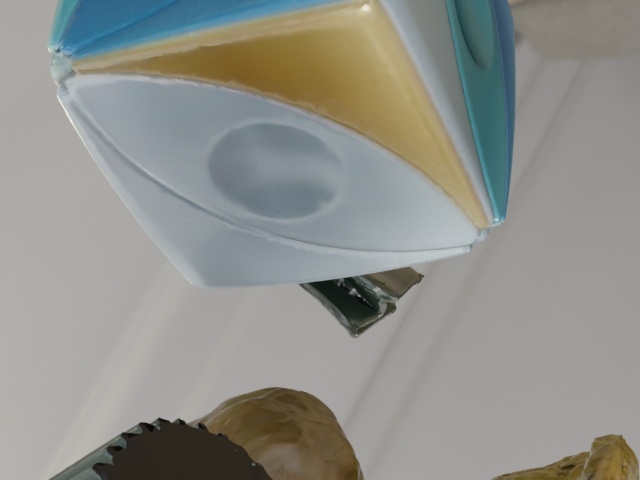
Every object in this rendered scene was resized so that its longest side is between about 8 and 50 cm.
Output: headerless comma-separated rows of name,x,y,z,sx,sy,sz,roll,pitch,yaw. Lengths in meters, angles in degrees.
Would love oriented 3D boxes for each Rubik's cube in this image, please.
Rubik's cube,-0.019,-0.188,1.663,0.352,0.351,0.347,-11,135,18

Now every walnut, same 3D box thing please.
walnut,-0.065,0.307,1.776,0.285,0.285,0.296,22,157,34

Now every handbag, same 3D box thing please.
handbag,-0.001,0.002,2.121,0.247,0.079,0.260,42,-168,5

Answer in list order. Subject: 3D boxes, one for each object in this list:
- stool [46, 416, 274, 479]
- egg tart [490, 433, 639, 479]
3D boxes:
stool,-0.197,0.338,1.399,0.330,0.297,0.297,-29,131,31
egg tart,0.211,0.406,1.947,0.178,0.443,0.443,25,168,12
